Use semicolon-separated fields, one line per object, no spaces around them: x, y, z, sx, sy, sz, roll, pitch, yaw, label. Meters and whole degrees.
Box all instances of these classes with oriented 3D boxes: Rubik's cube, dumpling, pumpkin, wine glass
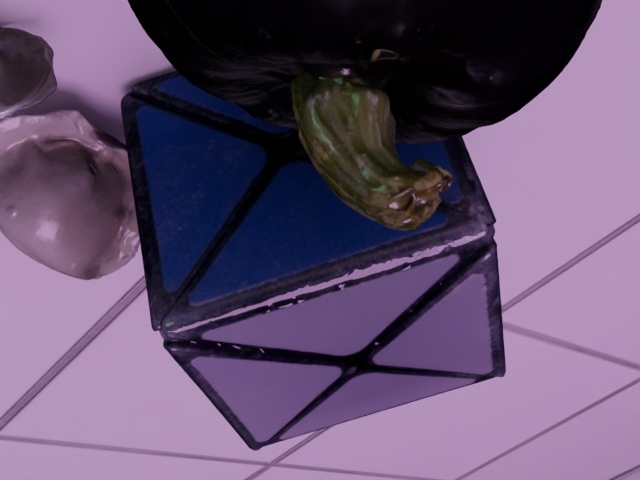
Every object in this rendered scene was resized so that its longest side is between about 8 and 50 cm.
0.000;0.000;0.713;0.259;0.260;0.255;-16;145;5;Rubik's cube
-0.215;-0.044;0.709;0.127;0.108;0.188;-44;128;-3;dumpling
0.017;-0.146;0.483;0.295;0.296;0.296;-10;145;-7;pumpkin
-0.236;-0.160;0.521;0.122;0.122;0.183;-12;147;-6;wine glass
